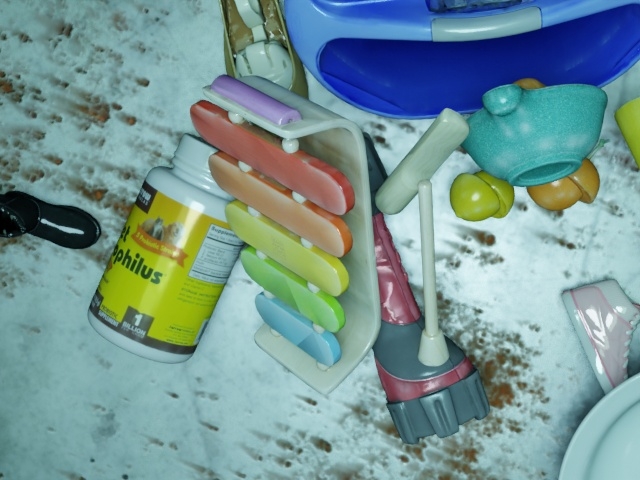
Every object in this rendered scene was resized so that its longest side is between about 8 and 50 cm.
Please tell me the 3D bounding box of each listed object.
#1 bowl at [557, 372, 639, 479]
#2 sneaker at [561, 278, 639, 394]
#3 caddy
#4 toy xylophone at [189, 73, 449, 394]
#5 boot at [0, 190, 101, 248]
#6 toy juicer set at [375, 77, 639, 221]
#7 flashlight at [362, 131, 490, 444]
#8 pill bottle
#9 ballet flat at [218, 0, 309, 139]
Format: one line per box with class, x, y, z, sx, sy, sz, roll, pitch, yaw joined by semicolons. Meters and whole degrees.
bowl;0.383;0.255;1.001;0.297;0.134;0.298;-1;88;23
sneaker;0.299;0.101;1.055;0.070;0.051;0.134;-23;88;12
caddy;0.139;-0.231;0.933;0.341;0.179;0.241;-6;133;6
toy xylophone;0.000;0.000;0.934;0.081;0.236;0.323;-33;127;-28
boot;-0.295;-0.019;1.078;0.121;0.099;0.045;22;98;3
toy juicer set;0.165;-0.086;0.949;0.328;0.209;0.090;-1;72;-35
flashlight;0.071;0.045;1.047;0.103;0.103;0.304;-20;93;8
pill bottle;-0.142;0.006;1.056;0.117;0.117;0.215;25;96;3
ballet flat;-0.070;-0.209;1.055;0.080;0.073;0.232;-16;93;9
